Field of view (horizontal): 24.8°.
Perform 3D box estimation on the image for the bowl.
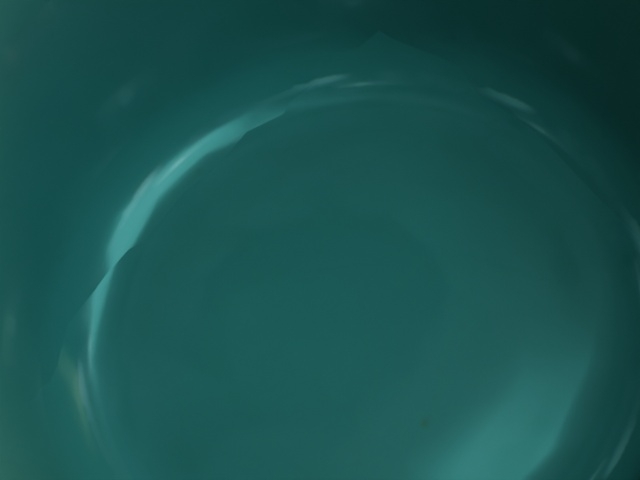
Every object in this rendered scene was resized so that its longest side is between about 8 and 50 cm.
[{"bbox_3d":[0.000,0.000,0.411,0.311,0.163,0.311,-4,63,8],"label":"bowl"}]
